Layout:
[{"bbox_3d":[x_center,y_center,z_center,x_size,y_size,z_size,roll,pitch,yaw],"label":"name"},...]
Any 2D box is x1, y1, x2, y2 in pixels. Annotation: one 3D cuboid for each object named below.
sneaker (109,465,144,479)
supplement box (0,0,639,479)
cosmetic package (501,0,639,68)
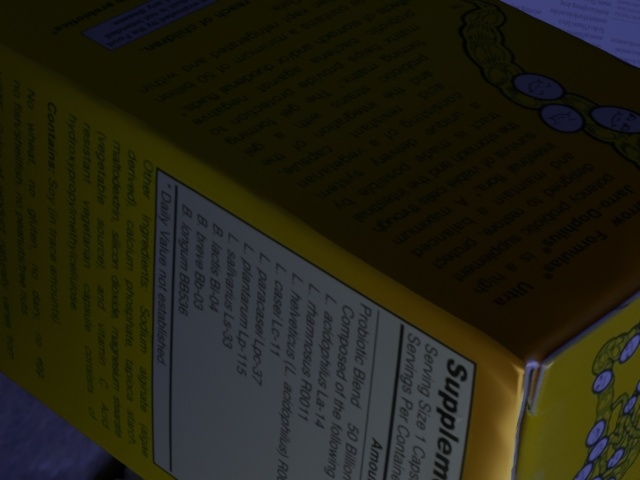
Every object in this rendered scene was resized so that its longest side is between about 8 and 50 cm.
[{"bbox_3d":[-0.072,0.243,1.139,0.107,0.110,0.275,-45,147,-22],"label":"sneaker"},{"bbox_3d":[0.000,0.000,0.791,0.195,0.357,0.194,-31,140,-38],"label":"supplement box"},{"bbox_3d":[0.127,-0.105,1.095,0.377,0.097,0.284,0,103,-55],"label":"cosmetic package"}]
